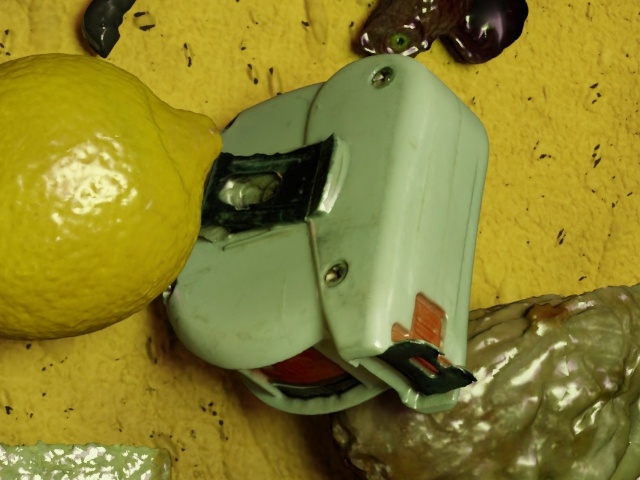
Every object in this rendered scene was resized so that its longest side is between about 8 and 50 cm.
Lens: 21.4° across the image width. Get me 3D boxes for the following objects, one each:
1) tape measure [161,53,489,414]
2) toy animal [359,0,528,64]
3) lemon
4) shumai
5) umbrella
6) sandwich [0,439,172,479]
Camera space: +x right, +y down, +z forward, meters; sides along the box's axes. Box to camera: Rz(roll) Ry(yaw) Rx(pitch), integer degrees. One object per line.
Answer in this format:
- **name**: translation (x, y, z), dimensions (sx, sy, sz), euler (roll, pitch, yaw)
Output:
- **tape measure**: translation (0.001, 0.000, 1.161), dimensions (0.125, 0.246, 0.243), euler (42, 47, -40)
- **toy animal**: translation (0.088, -0.219, 1.372), dimensions (0.179, 0.116, 0.218), euler (-46, 133, -3)
- **lemon**: translation (-0.180, -0.026, 1.109), dimensions (0.244, 0.187, 0.187), euler (-18, 87, 0)
- **shumai**: translation (0.173, 0.186, 1.236), dimensions (0.346, 0.217, 0.283), euler (-2, 79, -33)
- **umbrella**: translation (-0.111, -0.241, 1.264), dimensions (0.071, 0.071, 0.248), euler (42, 64, -15)
- **sandwich**: translation (-0.175, 0.246, 1.080), dimensions (0.122, 0.128, 0.236), euler (9, 73, -19)
